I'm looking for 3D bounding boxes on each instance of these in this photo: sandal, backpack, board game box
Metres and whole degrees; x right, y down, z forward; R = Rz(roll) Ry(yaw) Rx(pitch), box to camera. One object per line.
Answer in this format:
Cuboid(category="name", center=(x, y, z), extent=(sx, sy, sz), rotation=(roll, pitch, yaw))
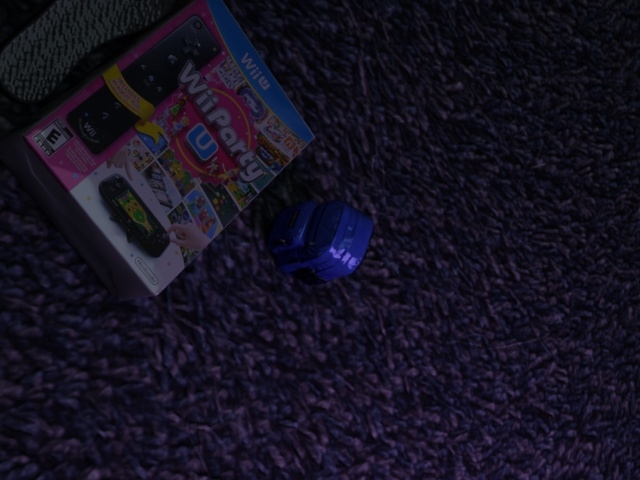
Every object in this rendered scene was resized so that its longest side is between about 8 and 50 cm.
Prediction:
Cuboid(category="sandal", center=(-0.269, -0.252, 1.096), extent=(0.254, 0.054, 0.097), rotation=(-41, 115, -22))
Cuboid(category="backpack", center=(0.000, 0.000, 1.222), extent=(0.101, 0.120, 0.098), rotation=(28, 68, -32))
Cuboid(category="board game box", center=(-0.179, -0.113, 1.118), extent=(0.303, 0.097, 0.224), rotation=(-48, 113, -33))
